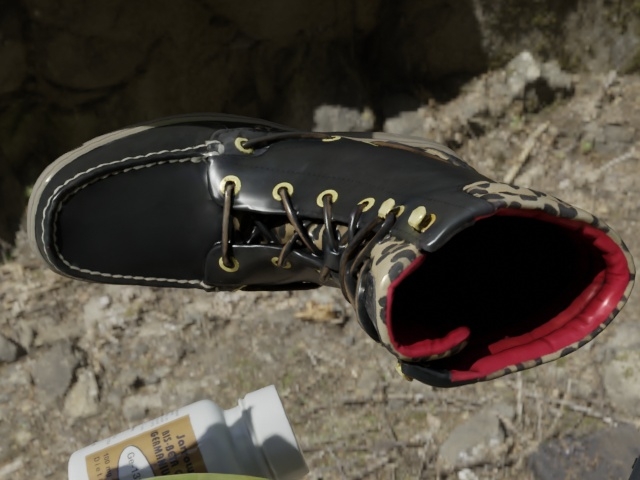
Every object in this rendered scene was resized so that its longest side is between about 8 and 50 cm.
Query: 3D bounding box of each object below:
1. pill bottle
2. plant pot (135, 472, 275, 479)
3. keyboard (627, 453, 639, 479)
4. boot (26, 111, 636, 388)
[{"bbox_3d":[-0.135,0.242,1.043,0.229,0.131,0.131,-22,39,-5],"label":"pill bottle"},{"bbox_3d":[-0.079,0.272,0.340,0.275,0.293,0.274,24,40,-22],"label":"plant pot"},{"bbox_3d":[0.191,0.287,0.733,0.033,0.317,0.201,25,5,36],"label":"keyboard"},{"bbox_3d":[0.000,0.000,0.701,0.377,0.138,0.284,0,16,-23],"label":"boot"}]
